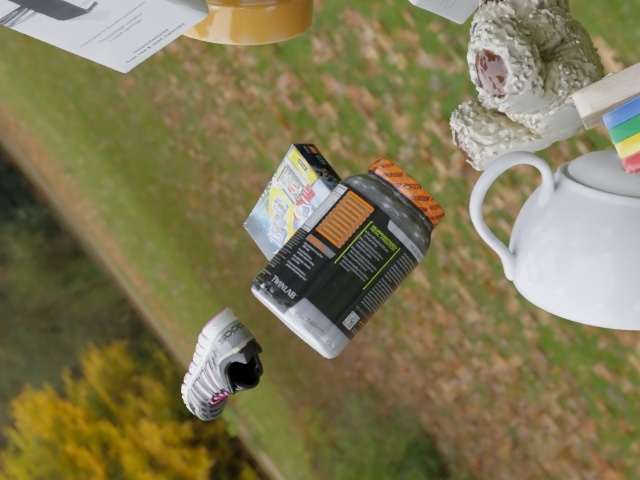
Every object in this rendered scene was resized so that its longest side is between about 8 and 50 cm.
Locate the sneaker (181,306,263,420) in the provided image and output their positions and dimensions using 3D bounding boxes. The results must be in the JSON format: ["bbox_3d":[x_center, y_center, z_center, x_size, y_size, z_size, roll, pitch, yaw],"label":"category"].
[{"bbox_3d":[-0.107,0.156,1.796,0.075,0.063,0.170,39,136,23],"label":"sneaker"}]

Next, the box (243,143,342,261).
[{"bbox_3d":[0.000,0.000,2.197,0.044,0.159,0.233,-4,-133,-44],"label":"box"}]

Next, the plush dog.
[{"bbox_3d":[0.251,-0.235,1.870,0.262,0.210,0.225,95,163,-67],"label":"plush dog"}]

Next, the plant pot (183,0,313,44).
[{"bbox_3d":[-0.108,-0.385,2.110,0.205,0.205,0.188,43,137,50],"label":"plant pot"}]

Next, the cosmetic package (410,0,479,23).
[{"bbox_3d":[0.172,-0.431,2.306,0.151,0.151,0.183,47,-163,21],"label":"cosmetic package"}]

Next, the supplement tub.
[{"bbox_3d":[0.031,0.015,1.599,0.117,0.190,0.117,42,175,4],"label":"supplement tub"}]

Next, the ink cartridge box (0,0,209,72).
[{"bbox_3d":[-0.243,-0.284,1.359,0.273,0.114,0.197,18,-132,-53],"label":"ink cartridge box"}]

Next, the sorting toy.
[{"bbox_3d":[0.369,-0.141,1.451,0.089,0.257,0.255,67,-170,3],"label":"sorting toy"}]

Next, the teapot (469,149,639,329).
[{"bbox_3d":[0.332,-0.022,1.794,0.252,0.256,0.187,17,113,29],"label":"teapot"}]
